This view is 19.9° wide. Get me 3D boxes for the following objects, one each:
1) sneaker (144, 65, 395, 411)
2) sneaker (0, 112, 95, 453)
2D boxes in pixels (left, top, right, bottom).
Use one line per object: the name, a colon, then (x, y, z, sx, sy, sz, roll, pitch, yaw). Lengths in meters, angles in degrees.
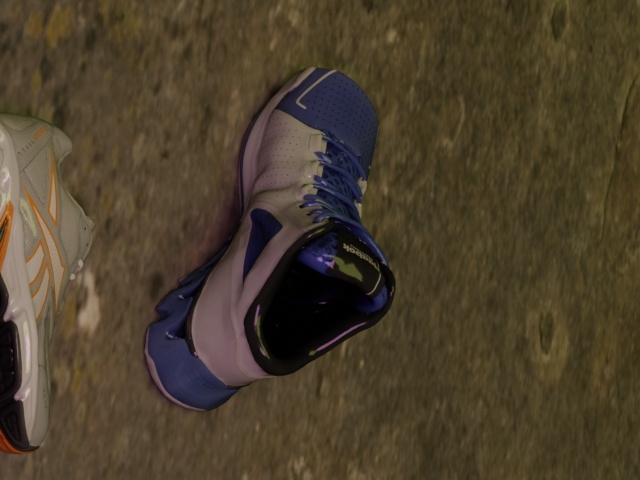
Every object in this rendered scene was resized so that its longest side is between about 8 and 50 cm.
sneaker: (-0.001, 0.001, 1.498, 0.127, 0.182, 0.315, 43, 58, -29)
sneaker: (-0.215, 0.026, 1.371, 0.121, 0.099, 0.262, -3, 86, -45)
